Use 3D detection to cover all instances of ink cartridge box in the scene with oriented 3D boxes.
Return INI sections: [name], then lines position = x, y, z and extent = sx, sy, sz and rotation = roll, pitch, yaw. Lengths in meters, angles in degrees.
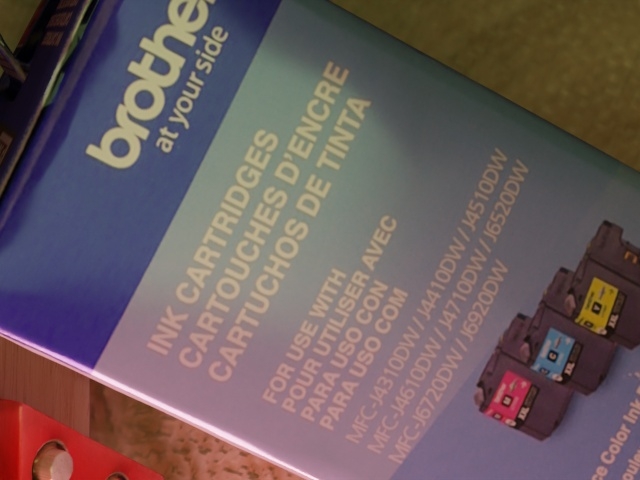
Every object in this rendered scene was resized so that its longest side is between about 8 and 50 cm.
[ink cartridge box]
position = 0.000, 0.000, 0.627
extent = 0.395, 0.270, 0.151
rotation = 25, 91, -16

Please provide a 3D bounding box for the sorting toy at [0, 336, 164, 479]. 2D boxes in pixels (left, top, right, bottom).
[sorting toy]
position = -0.157, 0.169, 0.631
extent = 0.089, 0.255, 0.257
rotation = 6, 100, 30
